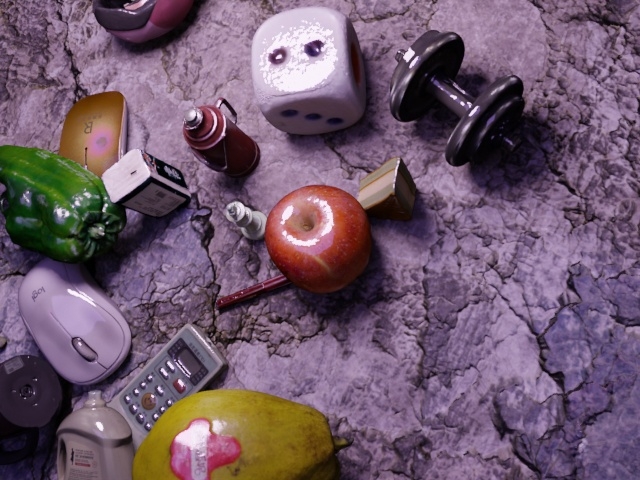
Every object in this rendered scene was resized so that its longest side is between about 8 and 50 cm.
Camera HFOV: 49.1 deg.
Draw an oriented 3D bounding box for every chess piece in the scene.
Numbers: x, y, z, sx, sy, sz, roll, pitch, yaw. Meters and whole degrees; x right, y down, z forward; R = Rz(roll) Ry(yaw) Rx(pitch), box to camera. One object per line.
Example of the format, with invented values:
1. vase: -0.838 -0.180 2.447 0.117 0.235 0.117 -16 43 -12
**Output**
1. chess piece: -0.148 -0.046 1.360 0.059 0.149 0.059 -4 74 15

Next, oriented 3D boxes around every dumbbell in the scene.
1. dumbbell: 0.244 -0.255 1.272 0.290 0.192 0.192 43 91 19

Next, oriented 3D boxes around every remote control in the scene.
1. remote control: -0.317 0.301 1.385 0.285 0.038 0.123 -44 70 3

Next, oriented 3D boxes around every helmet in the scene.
1. helmet: -0.374 -0.528 1.549 0.253 0.154 0.198 -17 51 -7

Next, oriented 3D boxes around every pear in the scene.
1. pear: -0.122 0.387 1.192 0.375 0.287 0.287 -12 73 -7

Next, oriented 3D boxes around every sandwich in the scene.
1. sandwich: 0.104 -0.096 1.289 0.113 0.163 0.079 5 78 19

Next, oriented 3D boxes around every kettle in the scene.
1. kettle: -0.642 0.349 1.418 0.232 0.144 0.202 -24 98 31

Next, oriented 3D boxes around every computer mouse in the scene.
1. computer mouse: -0.494 -0.186 1.542 0.158 0.072 0.310 -6 76 17
2. computer mouse: -0.516 0.151 1.441 0.184 0.121 0.297 -37 68 4

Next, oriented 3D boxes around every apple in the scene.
1. apple: 0.000 0.000 1.305 0.201 0.162 0.201 -9 63 17

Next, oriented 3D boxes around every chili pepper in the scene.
1. chili pepper: -0.579 -0.077 1.439 0.385 0.167 0.213 23 92 31

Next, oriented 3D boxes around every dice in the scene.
1. dice: -0.019 -0.326 1.367 0.191 0.193 0.194 -5 77 14

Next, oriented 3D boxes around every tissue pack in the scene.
1. tissue pack: -0.350 -0.111 1.425 0.103 0.170 0.090 -33 70 9

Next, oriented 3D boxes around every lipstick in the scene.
1. lipstick: -0.129 0.099 1.387 0.176 0.027 0.027 -21 72 13

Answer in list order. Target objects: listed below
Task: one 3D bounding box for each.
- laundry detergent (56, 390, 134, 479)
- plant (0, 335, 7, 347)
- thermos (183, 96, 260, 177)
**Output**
1. laundry detergent: -0.433 0.416 1.340 0.181 0.091 0.253 -2 88 28
2. plant: -0.840 0.127 1.477 0.261 0.306 0.297 -18 100 -17
3. thermos: -0.200 -0.205 1.370 0.099 0.232 0.124 27 85 21
